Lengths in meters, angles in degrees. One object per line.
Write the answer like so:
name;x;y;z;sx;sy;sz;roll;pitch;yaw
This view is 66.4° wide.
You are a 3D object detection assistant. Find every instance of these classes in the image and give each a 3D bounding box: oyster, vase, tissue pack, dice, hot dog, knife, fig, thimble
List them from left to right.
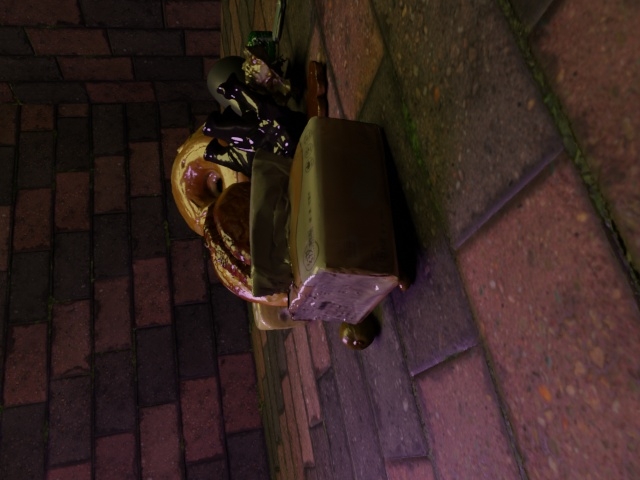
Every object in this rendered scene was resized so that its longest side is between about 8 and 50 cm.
vase;-0.246;-0.461;1.625;0.321;0.174;0.173;57;152;34
hot dog;-0.185;0.023;1.355;0.405;0.223;0.185;45;146;25
thimble;-0.198;-0.657;1.672;0.130;0.090;0.118;-178;87;-76
oyster;-0.147;-0.482;1.439;0.197;0.133;0.337;57;-169;-12
knife;-0.132;-0.693;1.542;0.162;0.023;0.044;120;144;-66
dice;-0.127;0.186;1.550;0.166;0.169;0.169;169;95;-74
tissue pack;-0.010;-0.034;0.846;0.238;0.239;0.305;111;160;-59
fig;0.075;0.178;0.989;0.088;0.074;0.073;-89;3;-58
hot dog;0.121;0.035;0.842;0.044;0.028;0.137;63;-178;-34

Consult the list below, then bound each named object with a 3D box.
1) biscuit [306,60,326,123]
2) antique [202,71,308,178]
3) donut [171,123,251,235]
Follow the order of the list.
biscuit;-0.009;-0.347;1.198;0.124;0.026;0.174;-124;31;-58
antique;-0.176;-0.290;1.352;0.185;0.255;0.322;-59;-2;-28
donut;-0.346;-0.206;1.735;0.198;0.449;0.448;-21;-65;-58
